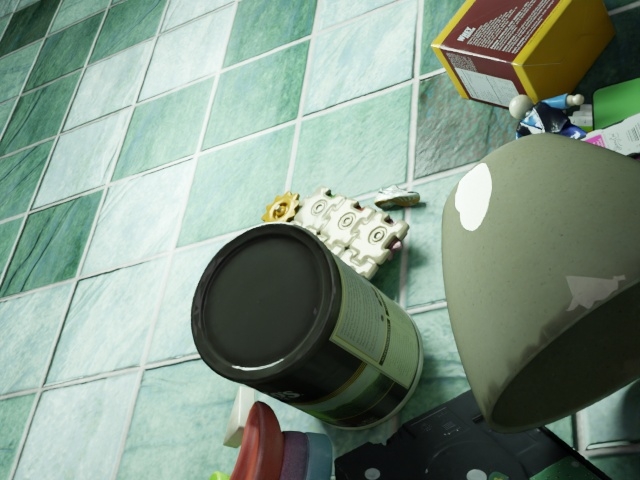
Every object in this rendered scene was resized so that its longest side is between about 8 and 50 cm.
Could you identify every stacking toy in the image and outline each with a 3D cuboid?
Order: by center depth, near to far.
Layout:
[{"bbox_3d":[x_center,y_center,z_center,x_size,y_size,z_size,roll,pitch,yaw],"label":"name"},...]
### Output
[{"bbox_3d":[-0.067,0.354,1.118,0.279,0.130,0.308,-128,56,-75],"label":"stacking toy"}]

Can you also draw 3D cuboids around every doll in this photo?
[{"bbox_3d":[0.338,-0.158,1.273,0.129,0.046,0.189,-55,40,19],"label":"doll"}]

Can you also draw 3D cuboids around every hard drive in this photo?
[{"bbox_3d":[0.201,0.305,0.941,0.237,0.064,0.339,-22,34,-25],"label":"hard drive"}]

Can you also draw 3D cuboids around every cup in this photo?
[{"bbox_3d":[0.265,0.021,0.962,0.331,0.331,0.237,-35,60,8],"label":"cup"}]

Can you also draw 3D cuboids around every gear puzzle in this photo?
[{"bbox_3d":[0.000,0.000,1.450,0.175,0.044,0.339,-52,39,-9],"label":"gear puzzle"}]

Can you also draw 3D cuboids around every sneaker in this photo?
[{"bbox_3d":[0.125,-0.076,1.419,0.083,0.032,0.037,-4,54,34],"label":"sneaker"}]

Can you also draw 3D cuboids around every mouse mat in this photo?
[{"bbox_3d":[0.457,-0.163,1.228,0.153,0.007,0.189,-13,51,30],"label":"mouse mat"}]

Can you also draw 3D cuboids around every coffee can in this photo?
[{"bbox_3d":[-0.008,0.121,1.143,0.202,0.275,0.201,-13,62,25],"label":"coffee can"}]

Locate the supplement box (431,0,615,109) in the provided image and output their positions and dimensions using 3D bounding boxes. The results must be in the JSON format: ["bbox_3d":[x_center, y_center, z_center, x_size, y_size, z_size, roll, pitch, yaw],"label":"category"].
[{"bbox_3d":[0.323,-0.322,1.403,0.194,0.129,0.191,27,74,46],"label":"supplement box"}]

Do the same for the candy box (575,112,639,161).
[{"bbox_3d":[0.363,-0.062,1.131,0.233,0.159,0.071,-22,43,21],"label":"candy box"}]

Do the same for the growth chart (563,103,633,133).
[{"bbox_3d":[0.435,-0.154,1.259,0.237,0.021,0.172,-13,50,30],"label":"growth chart"}]
